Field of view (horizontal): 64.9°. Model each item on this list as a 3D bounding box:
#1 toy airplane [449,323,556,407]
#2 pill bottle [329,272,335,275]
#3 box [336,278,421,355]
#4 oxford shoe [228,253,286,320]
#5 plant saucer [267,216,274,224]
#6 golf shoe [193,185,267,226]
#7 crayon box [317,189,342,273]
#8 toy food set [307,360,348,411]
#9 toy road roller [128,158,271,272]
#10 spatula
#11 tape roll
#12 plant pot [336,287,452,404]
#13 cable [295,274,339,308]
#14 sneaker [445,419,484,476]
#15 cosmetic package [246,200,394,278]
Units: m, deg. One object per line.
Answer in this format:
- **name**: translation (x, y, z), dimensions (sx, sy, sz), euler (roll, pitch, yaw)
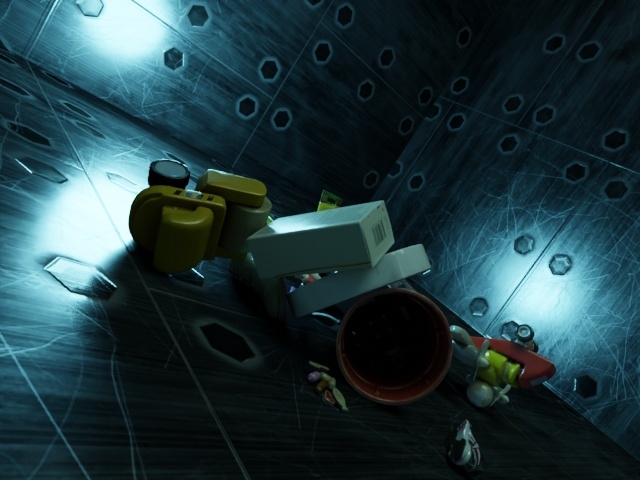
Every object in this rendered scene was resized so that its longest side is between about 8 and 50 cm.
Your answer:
- **toy airplane**: translation (0.528, 0.422, 1.708), dimensions (0.385, 0.273, 0.384), euler (23, -28, -8)
- **pill bottle**: translation (0.082, 0.133, 1.936), dimensions (0.094, 0.094, 0.170), euler (29, 35, -24)
- **box**: translation (0.211, 0.211, 1.679), dimensions (0.296, 0.183, 0.294), euler (47, 13, 19)
- **oxford shoe**: translation (-0.178, 0.101, 1.352), dimensions (0.130, 0.123, 0.348), euler (-4, 29, -20)
- **plant saucer**: translation (-0.261, -0.088, 2.223), dimensions (0.188, 0.045, 0.188), euler (27, 10, -39)
- **golf shoe**: translation (-0.342, -0.107, 1.880), dimensions (0.306, 0.115, 0.140), euler (37, -4, -17)
- **crayon box**: translation (0.042, -0.027, 2.049), dimensions (0.081, 0.319, 0.202), euler (14, -1, 26)
- **toy food set**: translation (0.008, 0.309, 1.060), dimensions (0.077, 0.019, 0.122), euler (28, 17, -29)
- **toy road roller**: translation (-0.283, -0.032, 1.198), dimensions (0.329, 0.203, 0.241), euler (10, 32, -20)
- **spatula**: translation (0.028, 0.236, 1.505), dimensions (0.296, 0.030, 0.084), euler (33, 9, -3)
- **tape roll**: translation (0.100, 0.109, 1.322), dimensions (0.072, 0.391, 0.392), euler (70, 15, 7)
- **plant pot**: translation (0.169, 0.243, 1.294), dimensions (0.272, 0.273, 0.265), euler (33, 0, -1)
- **cable**: translation (0.026, 0.172, 1.710), dimensions (0.287, 0.072, 0.139), euler (33, 21, -15)
- **sneaker**: translation (0.338, 0.487, 1.167), dimensions (0.077, 0.072, 0.178), euler (46, 18, 7)
- **cosmetic package**: translation (0.000, 0.000, 1.199), dimensions (0.309, 0.113, 0.160), euler (-8, 17, 32)
